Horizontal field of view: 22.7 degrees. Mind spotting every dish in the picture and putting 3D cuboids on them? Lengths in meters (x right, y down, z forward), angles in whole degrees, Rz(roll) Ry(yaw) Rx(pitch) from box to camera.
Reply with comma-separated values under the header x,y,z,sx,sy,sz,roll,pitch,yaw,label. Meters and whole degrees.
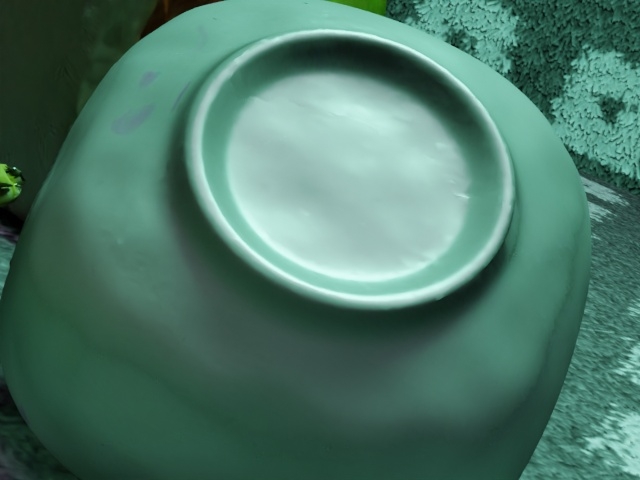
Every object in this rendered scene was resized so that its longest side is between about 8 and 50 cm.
x,y,z,sx,sy,sz,roll,pitch,yaw,label
0.000,0.000,0.644,0.256,0.117,0.256,7,57,-11,dish

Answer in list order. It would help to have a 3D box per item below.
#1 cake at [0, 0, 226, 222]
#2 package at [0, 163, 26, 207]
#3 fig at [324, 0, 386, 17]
x,y,z,sx,sy,sz,roll,pitch,yaw,label
-0.109,-0.159,1.016,0.230,0.309,0.237,29,17,39,cake
-0.234,-0.030,0.723,0.168,0.090,0.226,19,9,-1,package
-0.033,-0.024,0.825,0.167,0.233,0.167,23,51,-31,fig
